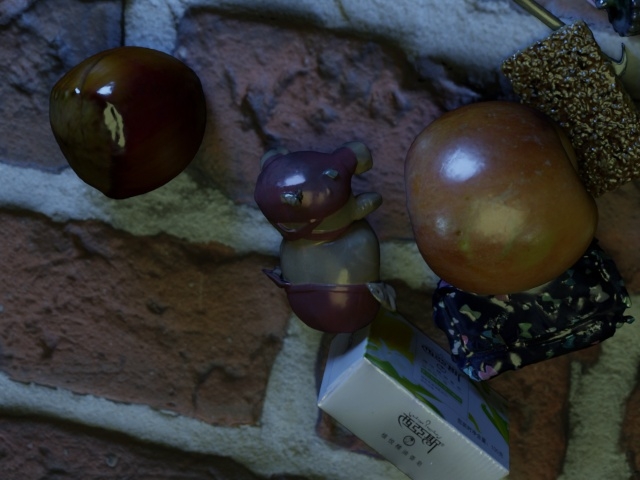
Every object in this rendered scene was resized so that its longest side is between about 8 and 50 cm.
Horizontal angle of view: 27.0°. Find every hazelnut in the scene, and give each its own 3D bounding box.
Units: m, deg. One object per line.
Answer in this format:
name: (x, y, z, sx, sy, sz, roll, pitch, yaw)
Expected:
hazelnut: (-0.243, -0.164, 1.738, 0.208, 0.208, 0.208, 3, 113, 6)

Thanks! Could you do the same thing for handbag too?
handbag: (0.283, 0.091, 1.803, 0.260, 0.113, 0.162, -21, 104, 16)

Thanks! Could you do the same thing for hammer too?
hammer: (0.317, -0.266, 1.702, 0.182, 0.017, 0.062, 36, 112, -7)

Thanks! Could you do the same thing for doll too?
doll: (0.003, -0.001, 1.780, 0.152, 0.196, 0.255, -22, 108, -24)

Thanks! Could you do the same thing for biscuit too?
biscuit: (0.340, -0.163, 1.724, 0.131, 0.025, 0.231, -27, 107, 30)

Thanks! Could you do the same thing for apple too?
apple: (0.228, -0.058, 1.672, 0.254, 0.253, 0.253, 3, 113, 6)

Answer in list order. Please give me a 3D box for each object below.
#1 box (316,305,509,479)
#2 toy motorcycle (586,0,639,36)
box: (0.131, 0.224, 1.831, 0.260, 0.194, 0.111, 37, 112, -9)
toy motorcycle: (0.333, -0.402, 1.575, 0.143, 0.188, 0.327, -11, 96, 1)
